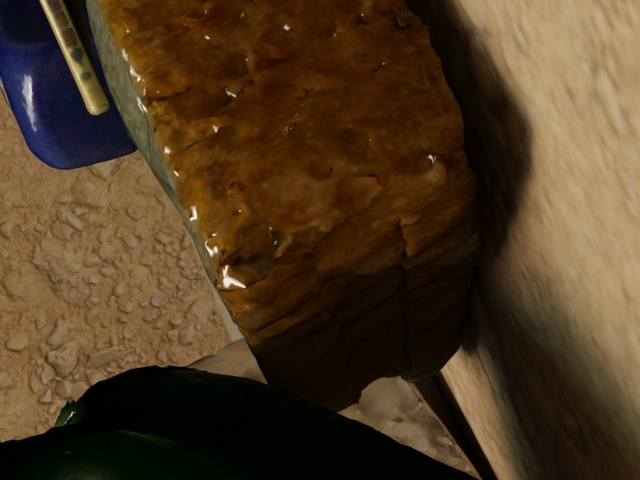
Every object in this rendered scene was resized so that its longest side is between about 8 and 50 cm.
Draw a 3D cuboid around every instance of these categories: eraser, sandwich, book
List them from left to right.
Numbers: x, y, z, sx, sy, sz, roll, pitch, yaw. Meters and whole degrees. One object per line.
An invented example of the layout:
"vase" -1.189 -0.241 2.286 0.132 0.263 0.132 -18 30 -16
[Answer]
"book" -0.128 -0.159 0.592 0.168 0.013 0.192 -118 6 -63
"eraser" -0.173 -0.170 1.074 0.332 0.155 0.102 -124 14 -56
"sandwich" -0.042 -0.088 0.581 0.271 0.099 0.301 86 159 -70

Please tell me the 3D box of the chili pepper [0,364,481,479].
"chili pepper" -0.011 0.177 0.498 0.248 0.256 0.233 -56 -23 -52

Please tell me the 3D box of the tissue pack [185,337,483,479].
"tissue pack" -0.025 0.261 0.850 0.253 0.264 0.416 55 168 27
